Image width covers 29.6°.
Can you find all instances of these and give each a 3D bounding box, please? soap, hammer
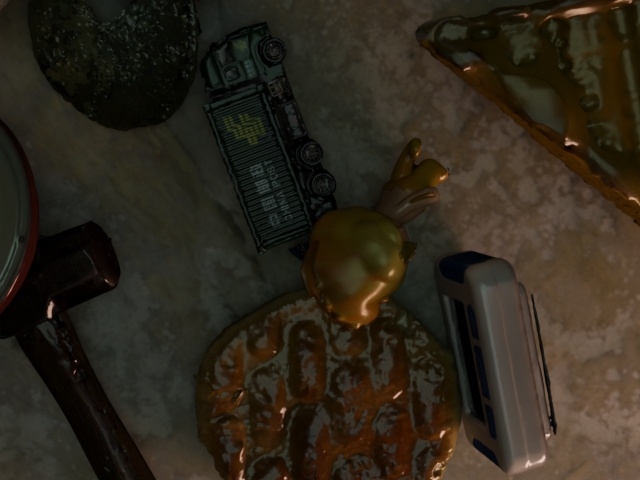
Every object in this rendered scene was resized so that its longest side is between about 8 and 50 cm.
[{"bbox_3d":[0.288,-0.120,1.452,0.304,0.169,0.339,-13,95,-3],"label":"soap"},{"bbox_3d":[-0.296,0.191,1.483,0.242,0.095,0.409,-24,104,7],"label":"hammer"}]

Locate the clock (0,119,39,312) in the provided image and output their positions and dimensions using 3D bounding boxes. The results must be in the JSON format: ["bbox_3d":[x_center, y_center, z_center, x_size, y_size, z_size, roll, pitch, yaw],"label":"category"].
[{"bbox_3d":[-0.470,-0.020,1.392,0.318,0.080,0.319,-3,80,17],"label":"clock"}]

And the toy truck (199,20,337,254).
[{"bbox_3d":[-0.066,-0.128,1.466,0.121,0.088,0.259,-20,98,-2],"label":"toy truck"}]

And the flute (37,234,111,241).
[{"bbox_3d":[-0.373,-0.001,1.485,0.233,0.027,0.027,5,95,-4],"label":"flute"}]

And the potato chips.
[{"bbox_3d":[-0.252,-0.236,1.446,0.219,0.029,0.202,27,115,1],"label":"potato chips"}]

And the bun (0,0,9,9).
[{"bbox_3d":[-0.480,-0.383,1.346,0.361,0.211,0.362,-1,100,-5],"label":"bun"}]

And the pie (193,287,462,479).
[{"bbox_3d":[0.012,0.210,1.509,0.339,0.083,0.340,0,94,-6],"label":"pie"}]

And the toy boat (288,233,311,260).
[{"bbox_3d":[0.000,0.000,1.509,0.083,0.038,0.038,-20,96,-3],"label":"toy boat"}]

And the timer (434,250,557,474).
[{"bbox_3d":[0.212,0.141,1.466,0.078,0.178,0.254,-13,97,-8],"label":"timer"}]

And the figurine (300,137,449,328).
[{"bbox_3d":[0.065,-0.007,1.437,0.131,0.156,0.246,49,55,-20],"label":"figurine"}]

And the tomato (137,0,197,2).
[{"bbox_3d":[-0.191,-0.384,1.389,0.236,0.237,0.095,16,53,-5],"label":"tomato"}]
